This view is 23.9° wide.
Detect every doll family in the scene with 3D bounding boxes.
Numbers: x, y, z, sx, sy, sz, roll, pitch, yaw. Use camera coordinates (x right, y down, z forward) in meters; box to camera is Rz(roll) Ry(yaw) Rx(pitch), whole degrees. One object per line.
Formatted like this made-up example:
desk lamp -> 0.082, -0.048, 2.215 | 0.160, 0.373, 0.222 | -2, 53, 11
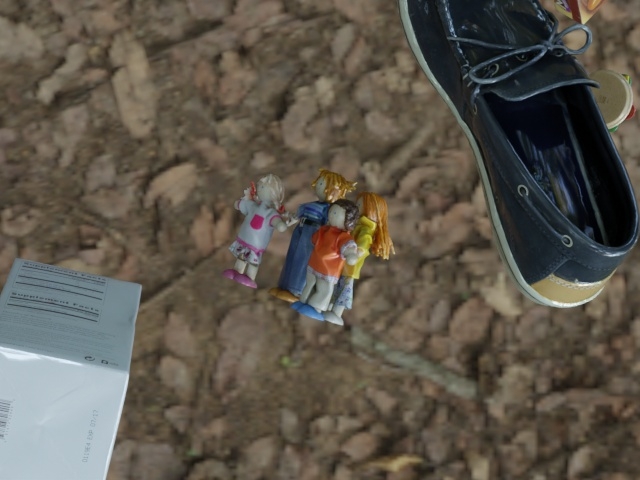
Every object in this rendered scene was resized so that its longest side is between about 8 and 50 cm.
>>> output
doll family -> 0.000, 0.000, 1.776 | 0.118, 0.263, 0.163 | 20, 91, -35

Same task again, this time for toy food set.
toy food set -> 0.377, -0.185, 2.005 | 0.020, 0.082, 0.083 | 8, 85, -59

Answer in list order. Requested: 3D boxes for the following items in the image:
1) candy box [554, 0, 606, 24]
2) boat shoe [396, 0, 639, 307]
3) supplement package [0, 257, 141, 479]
candy box -> 0.378, -0.383, 1.962 | 0.187, 0.053, 0.109 | -46, 149, -10
boat shoe -> 0.229, -0.173, 1.711 | 0.186, 0.156, 0.500 | -13, 77, -26
supplement package -> -0.253, 0.127, 1.440 | 0.133, 0.244, 0.139 | 13, 106, -8
